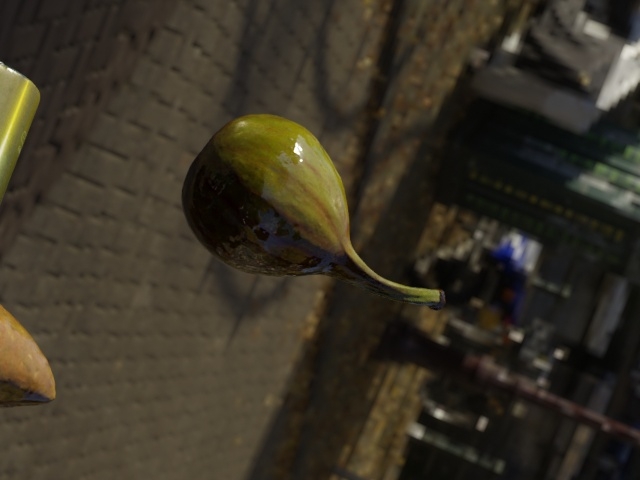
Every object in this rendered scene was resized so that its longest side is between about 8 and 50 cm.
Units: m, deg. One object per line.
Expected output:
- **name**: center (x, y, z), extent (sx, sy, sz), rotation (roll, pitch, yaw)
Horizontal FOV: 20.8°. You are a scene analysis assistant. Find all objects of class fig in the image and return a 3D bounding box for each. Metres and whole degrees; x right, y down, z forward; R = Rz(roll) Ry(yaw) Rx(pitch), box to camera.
- **fig**: center (0.000, 0.000, 1.357), extent (0.124, 0.236, 0.124), rotation (-47, -163, 19)

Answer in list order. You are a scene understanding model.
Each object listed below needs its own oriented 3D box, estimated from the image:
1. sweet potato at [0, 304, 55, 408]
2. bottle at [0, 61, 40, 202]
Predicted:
- **sweet potato**: center (-0.256, -0.009, 0.792), extent (0.114, 0.092, 0.341), rotation (-35, 124, 4)
- **bottle**: center (-0.302, -0.004, 1.360), extent (0.082, 0.082, 0.286), rotation (77, 28, -65)
